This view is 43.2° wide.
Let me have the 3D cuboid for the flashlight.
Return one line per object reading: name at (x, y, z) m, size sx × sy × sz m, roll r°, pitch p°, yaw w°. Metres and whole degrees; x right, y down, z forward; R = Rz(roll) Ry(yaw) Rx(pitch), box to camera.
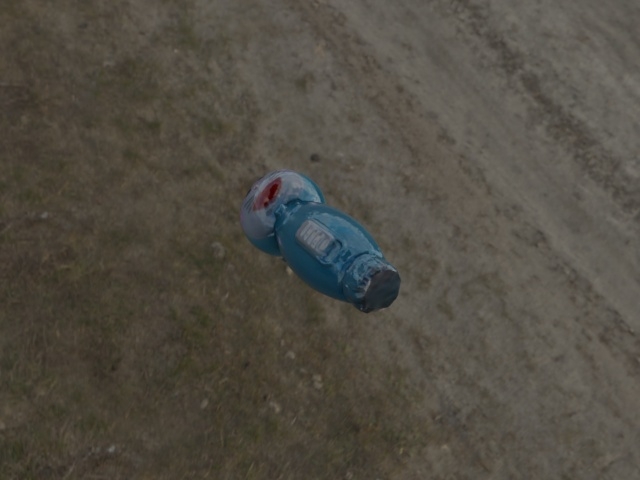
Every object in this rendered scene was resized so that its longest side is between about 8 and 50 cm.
flashlight at (0.000, 0.000, 0.424) m, size 0.051 × 0.051 × 0.129 m, roll -12°, pitch 27°, yaw -27°
